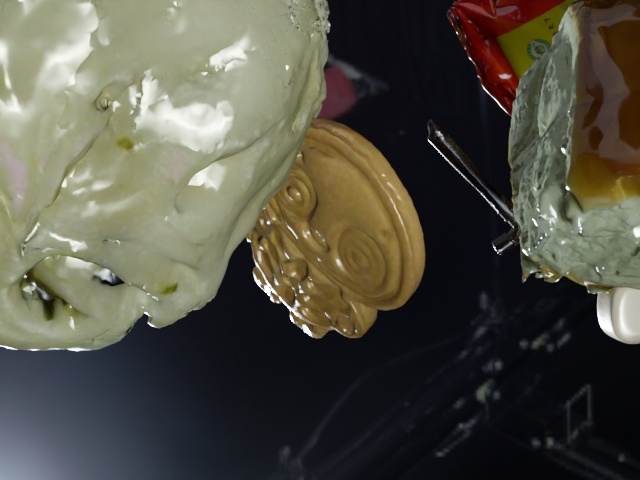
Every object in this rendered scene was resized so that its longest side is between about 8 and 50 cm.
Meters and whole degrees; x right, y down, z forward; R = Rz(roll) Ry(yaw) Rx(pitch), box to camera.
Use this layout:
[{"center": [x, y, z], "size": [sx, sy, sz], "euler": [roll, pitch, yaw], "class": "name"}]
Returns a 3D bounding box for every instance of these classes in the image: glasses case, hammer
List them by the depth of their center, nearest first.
[{"center": [0.162, -0.056, 1.073], "size": [0.065, 0.178, 0.021], "euler": [-39, -155, 16], "class": "hammer"}, {"center": [0.417, 0.070, 1.206], "size": [0.196, 0.083, 0.050], "euler": [-5, -173, -13], "class": "glasses case"}]

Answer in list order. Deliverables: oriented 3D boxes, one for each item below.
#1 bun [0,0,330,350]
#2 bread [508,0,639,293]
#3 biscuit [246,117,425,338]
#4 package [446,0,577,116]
[{"center": [-0.160, -0.070, 0.626], "size": [0.362, 0.326, 0.235], "euler": [-29, -123, 31], "class": "bun"}, {"center": [0.326, -0.093, 0.951], "size": [0.279, 0.225, 0.250], "euler": [5, -121, 2], "class": "bread"}, {"center": [-0.001, 0.000, 0.999], "size": [0.202, 0.289, 0.044], "euler": [46, -125, 8], "class": "biscuit"}, {"center": [0.366, -0.297, 1.229], "size": [0.423, 0.196, 0.123], "euler": [-30, -165, 3], "class": "package"}]
